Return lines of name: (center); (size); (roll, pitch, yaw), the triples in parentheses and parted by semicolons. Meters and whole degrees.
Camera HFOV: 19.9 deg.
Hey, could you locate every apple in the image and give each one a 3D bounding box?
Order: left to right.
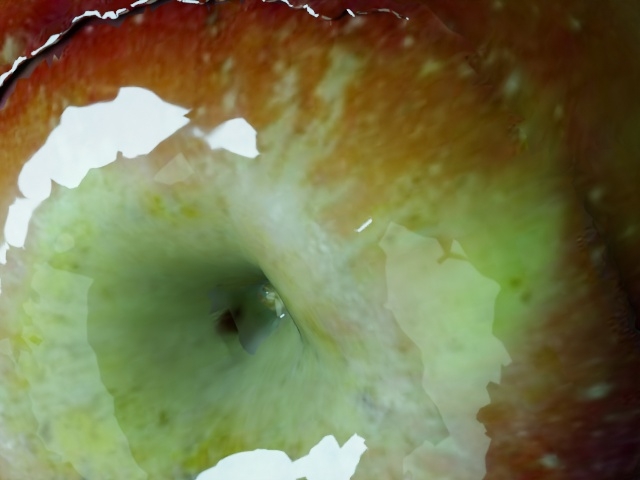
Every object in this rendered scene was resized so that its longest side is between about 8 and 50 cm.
apple: (0.000, 0.000, 0.593); (0.272, 0.206, 0.251); (-34, 98, 26)
